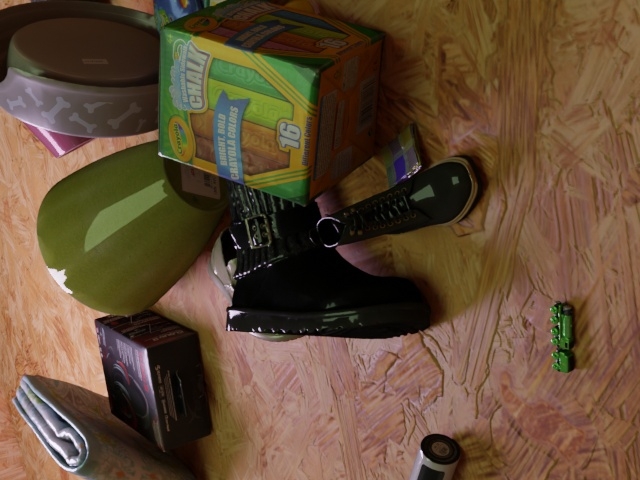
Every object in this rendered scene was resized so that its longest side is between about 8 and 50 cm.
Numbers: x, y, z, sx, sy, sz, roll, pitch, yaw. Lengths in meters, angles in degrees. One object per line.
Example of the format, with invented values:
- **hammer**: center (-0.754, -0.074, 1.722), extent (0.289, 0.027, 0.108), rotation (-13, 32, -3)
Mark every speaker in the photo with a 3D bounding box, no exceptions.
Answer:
- **speaker**: center (0.145, 0.323, 1.363), extent (0.055, 0.055, 0.136), rotation (46, 138, 37)

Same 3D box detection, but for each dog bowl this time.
- **dog bowl**: center (-0.370, -0.277, 1.642), extent (0.349, 0.349, 0.102), rotation (43, 133, 40)

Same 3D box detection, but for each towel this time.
- **towel**: center (0.101, -0.104, 1.272), extent (0.083, 0.009, 0.060), rotation (-36, 60, 58)
- **towel**: center (-0.439, 0.412, 2.105), extent (0.374, 0.320, 0.090), rotation (31, 90, 49)

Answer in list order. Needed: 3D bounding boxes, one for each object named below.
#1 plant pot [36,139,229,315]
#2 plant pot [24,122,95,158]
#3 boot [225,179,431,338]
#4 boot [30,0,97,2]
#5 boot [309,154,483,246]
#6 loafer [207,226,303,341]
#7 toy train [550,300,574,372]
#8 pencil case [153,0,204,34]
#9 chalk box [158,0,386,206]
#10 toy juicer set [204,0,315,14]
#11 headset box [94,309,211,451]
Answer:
- **plant pot**: center (-0.283, -0.053, 1.708), extent (0.293, 0.275, 0.274), rotation (-31, 76, 42)
- **plant pot**: center (-0.509, -0.269, 2.008), extent (0.201, 0.201, 0.180), rotation (-14, 108, 58)
- **boot**: center (-0.003, 0.000, 1.384), extent (0.348, 0.131, 0.260), rotation (-1, 83, 38)
- **boot**: center (-0.523, -0.544, 1.960), extent (0.223, 0.118, 0.338), rotation (-2, 93, 64)
- **boot**: center (0.089, -0.035, 1.213), extent (0.198, 0.137, 0.077), rotation (-35, 73, 56)
- **loafer**: center (-0.101, 0.064, 1.587), extent (0.268, 0.102, 0.092), rotation (38, 139, 45)
- **toy train**: center (0.266, 0.106, 1.115), extent (0.024, 0.017, 0.083), rotation (12, 114, 44)
- **pencil case**: center (-0.210, -0.417, 1.524), extent (0.133, 0.119, 0.306), rotation (-147, 45, -78)
- **chalk box**: center (-0.090, -0.191, 1.287), extent (0.289, 0.179, 0.180), rotation (18, 123, 24)
- **toy juicer set**: center (-0.098, -0.313, 1.400), extent (0.209, 0.089, 0.329), rotation (-1, 108, 56)
- **headset box**: center (-0.329, 0.271, 2.024), extent (0.293, 0.110, 0.218), rotation (15, 117, 55)
